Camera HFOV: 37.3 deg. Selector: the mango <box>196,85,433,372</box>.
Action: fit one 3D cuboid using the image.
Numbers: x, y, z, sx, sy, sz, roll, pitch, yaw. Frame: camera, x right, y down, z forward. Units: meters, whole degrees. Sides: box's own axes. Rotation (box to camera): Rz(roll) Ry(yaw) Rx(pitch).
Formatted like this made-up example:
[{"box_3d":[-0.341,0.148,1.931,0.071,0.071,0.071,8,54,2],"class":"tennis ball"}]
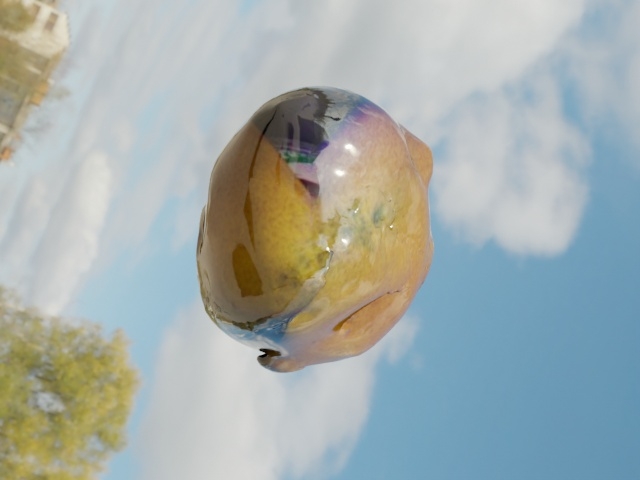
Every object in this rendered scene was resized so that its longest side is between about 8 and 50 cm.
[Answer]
[{"box_3d":[0.000,0.000,0.715,0.201,0.152,0.287,-30,161,-8],"class":"mango"}]
